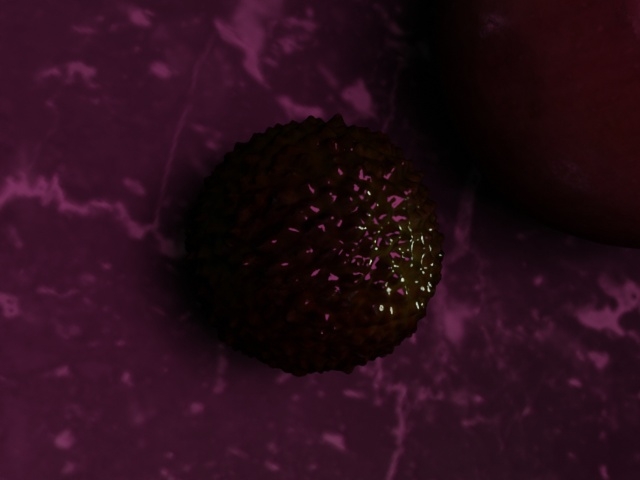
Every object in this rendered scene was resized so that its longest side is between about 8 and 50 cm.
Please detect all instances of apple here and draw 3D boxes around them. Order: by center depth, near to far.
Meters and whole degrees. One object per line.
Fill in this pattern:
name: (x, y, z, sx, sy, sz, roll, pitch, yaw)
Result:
apple: (0.219, -0.137, 1.058, 0.306, 0.235, 0.305, 2, 85, -23)

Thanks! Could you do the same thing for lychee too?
lychee: (0.000, 0.000, 0.999, 0.171, 0.171, 0.171, 2, 85, -22)
